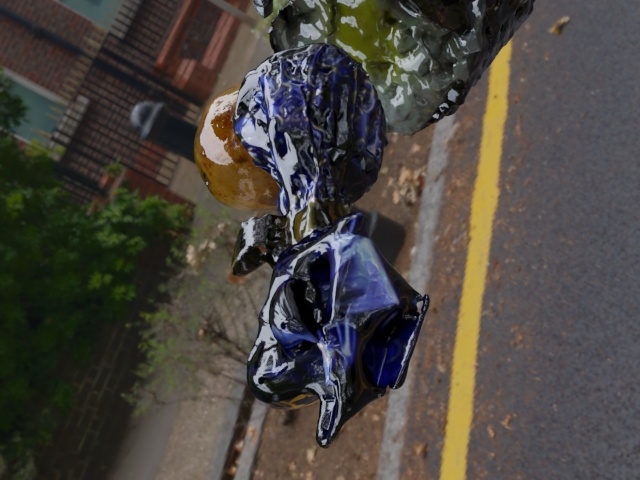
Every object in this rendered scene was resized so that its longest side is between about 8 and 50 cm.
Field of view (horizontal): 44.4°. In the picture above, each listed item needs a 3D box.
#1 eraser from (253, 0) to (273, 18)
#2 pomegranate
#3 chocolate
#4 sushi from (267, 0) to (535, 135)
[{"bbox_3d":[-0.067,-0.306,0.900,0.027,0.019,0.099,-52,-27,-43],"label":"eraser"},{"bbox_3d":[-0.110,-0.168,1.392,0.248,0.248,0.248,-51,22,30],"label":"pomegranate"},{"bbox_3d":[-0.001,0.001,0.541,0.148,0.126,0.343,-26,39,18],"label":"chocolate"},{"bbox_3d":[0.122,-0.325,1.093,0.294,0.299,0.281,-54,-6,-38],"label":"sushi"}]
